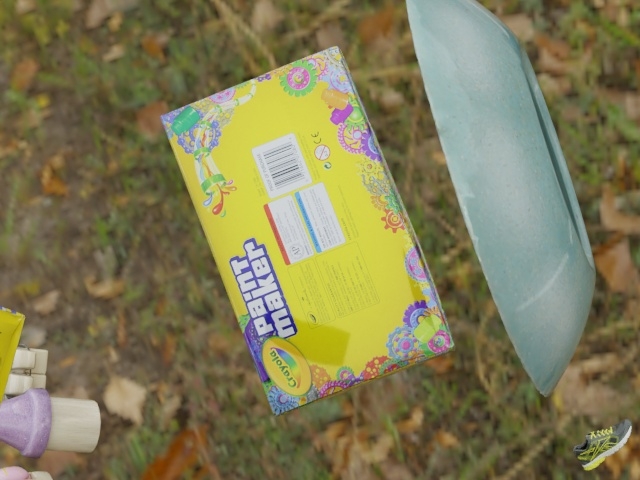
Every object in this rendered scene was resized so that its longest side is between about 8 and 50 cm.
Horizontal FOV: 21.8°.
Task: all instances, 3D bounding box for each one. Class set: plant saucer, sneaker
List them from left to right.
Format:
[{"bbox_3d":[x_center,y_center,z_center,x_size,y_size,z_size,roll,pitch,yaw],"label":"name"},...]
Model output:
[{"bbox_3d":[0.085,-0.031,0.716,0.037,0.195,0.195,-18,45,11],"label":"plant saucer"},{"bbox_3d":[0.339,0.241,2.000,0.083,0.035,0.031,-46,9,15],"label":"sneaker"}]

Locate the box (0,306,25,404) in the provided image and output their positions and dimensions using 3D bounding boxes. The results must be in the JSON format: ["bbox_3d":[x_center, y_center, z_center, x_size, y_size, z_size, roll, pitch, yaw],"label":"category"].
[{"bbox_3d":[-0.187,0.035,0.655,0.169,0.059,0.054,9,80,50],"label":"box"}]

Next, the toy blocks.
[{"bbox_3d":[-0.345,0.227,1.311,0.260,0.309,0.288,7,-6,-26],"label":"toy blocks"}]

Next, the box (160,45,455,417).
[{"bbox_3d":[0.000,0.000,1.590,0.177,0.279,0.290,-22,84,4],"label":"box"}]
